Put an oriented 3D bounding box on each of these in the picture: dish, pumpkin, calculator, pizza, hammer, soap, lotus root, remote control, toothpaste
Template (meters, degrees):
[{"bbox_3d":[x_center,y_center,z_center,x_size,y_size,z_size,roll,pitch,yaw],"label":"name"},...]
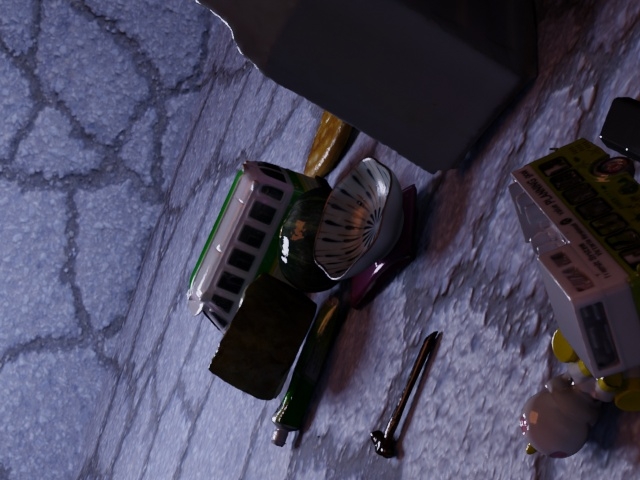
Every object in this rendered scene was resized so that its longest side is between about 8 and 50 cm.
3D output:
[{"bbox_3d":[0.069,-0.022,1.972,0.191,0.066,0.190,-41,36,40],"label":"dish"},{"bbox_3d":[-0.003,0.000,2.155,0.167,0.125,0.167,-58,-7,-11],"label":"pumpkin"},{"bbox_3d":[0.089,0.012,2.030,0.190,0.034,0.126,131,151,-49],"label":"calculator"},{"bbox_3d":[0.016,-0.191,2.454,0.176,0.036,0.184,-91,26,-53],"label":"pizza"},{"bbox_3d":[0.110,0.196,1.787,0.178,0.021,0.065,-68,17,3],"label":"hammer"},{"bbox_3d":[0.062,-0.351,1.856,0.213,0.435,0.350,-44,27,43],"label":"soap"},{"bbox_3d":[-0.082,0.142,2.149,0.235,0.119,0.138,-60,-6,-63],"label":"lotus root"},{"bbox_3d":[0.349,-0.101,1.410,0.245,0.025,0.063,-132,60,-70],"label":"remote control"},{"bbox_3d":[-0.022,0.200,2.132,0.078,0.047,0.248,-164,96,-79],"label":"toothpaste"}]

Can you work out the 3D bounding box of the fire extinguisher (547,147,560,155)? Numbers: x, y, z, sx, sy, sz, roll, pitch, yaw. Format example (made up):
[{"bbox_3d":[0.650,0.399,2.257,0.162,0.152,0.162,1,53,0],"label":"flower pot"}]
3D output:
[{"bbox_3d":[0.280,-0.079,1.586,0.038,0.025,0.083,-14,47,22],"label":"fire extinguisher"}]

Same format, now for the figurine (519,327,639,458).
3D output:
[{"bbox_3d":[0.251,0.152,1.342,0.178,0.109,0.129,-61,-7,25],"label":"figurine"}]

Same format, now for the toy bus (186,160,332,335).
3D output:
[{"bbox_3d":[-0.106,0.024,2.342,0.305,0.179,0.143,-65,19,15],"label":"toy bus"}]

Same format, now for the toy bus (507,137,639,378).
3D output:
[{"bbox_3d":[0.265,0.009,1.299,0.301,0.139,0.113,-113,2,-65],"label":"toy bus"}]
